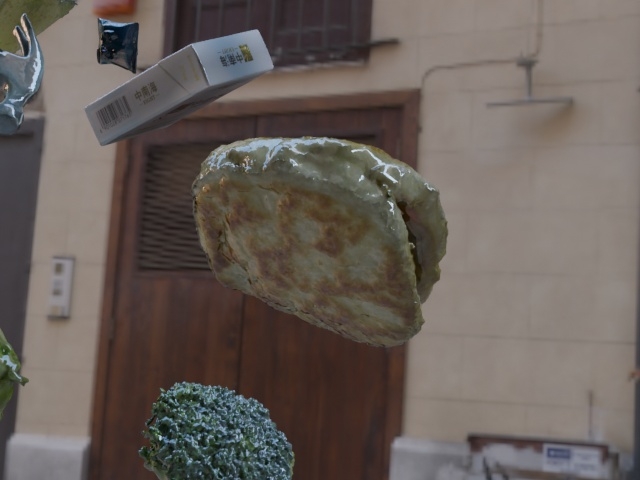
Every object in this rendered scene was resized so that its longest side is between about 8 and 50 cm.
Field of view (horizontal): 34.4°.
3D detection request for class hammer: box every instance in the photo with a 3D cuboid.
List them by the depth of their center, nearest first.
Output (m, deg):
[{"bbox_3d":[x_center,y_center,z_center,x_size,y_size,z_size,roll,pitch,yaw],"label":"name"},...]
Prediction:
[{"bbox_3d":[-0.430,-0.226,1.184,0.227,0.158,0.041,22,-40,-22],"label":"hammer"}]

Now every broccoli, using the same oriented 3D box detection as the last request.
[{"bbox_3d":[-0.154,0.411,1.714,0.249,0.375,0.302,-22,-24,-20],"label":"broccoli"}]

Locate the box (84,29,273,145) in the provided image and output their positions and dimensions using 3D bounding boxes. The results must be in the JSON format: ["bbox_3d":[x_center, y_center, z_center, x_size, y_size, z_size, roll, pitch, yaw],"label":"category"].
[{"bbox_3d":[-0.205,-0.219,1.491,0.243,0.067,0.155,-21,6,37],"label":"box"}]

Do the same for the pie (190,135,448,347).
[{"bbox_3d":[0.000,0.000,0.756,0.179,0.084,0.205,14,-37,19],"label":"pie"}]

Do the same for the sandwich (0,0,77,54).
[{"bbox_3d":[-0.527,-0.376,1.783,0.058,0.162,0.193,41,15,13],"label":"sandwich"}]

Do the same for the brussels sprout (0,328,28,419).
[{"bbox_3d":[-0.735,0.208,1.684,0.361,0.342,0.425,-29,-51,10],"label":"brussels sprout"}]

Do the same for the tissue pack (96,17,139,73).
[{"bbox_3d":[-0.349,-0.332,1.760,0.028,0.085,0.138,-10,19,-41],"label":"tissue pack"}]
